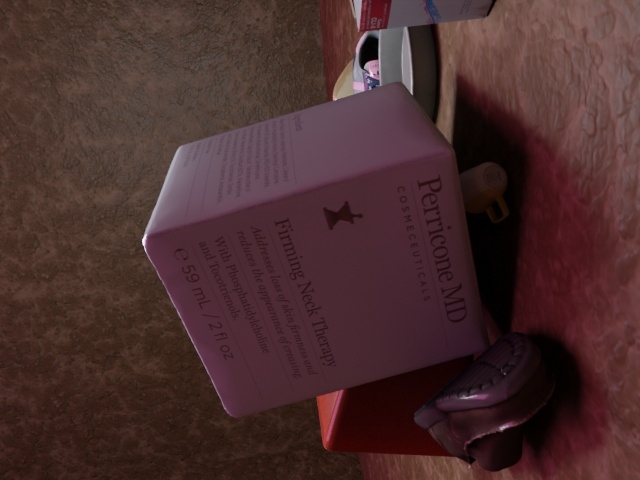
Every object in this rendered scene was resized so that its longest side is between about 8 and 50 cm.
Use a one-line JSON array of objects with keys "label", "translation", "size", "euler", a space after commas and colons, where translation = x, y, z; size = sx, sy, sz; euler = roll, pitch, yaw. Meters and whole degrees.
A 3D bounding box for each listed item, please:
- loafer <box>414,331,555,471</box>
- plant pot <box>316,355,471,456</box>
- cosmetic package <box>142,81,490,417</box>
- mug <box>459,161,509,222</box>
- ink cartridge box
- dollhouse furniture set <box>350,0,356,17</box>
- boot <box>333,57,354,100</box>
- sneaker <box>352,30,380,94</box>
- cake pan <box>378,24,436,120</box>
[{"label": "loafer", "translation": [0.231, 0.226, 0.766], "size": [0.130, 0.134, 0.366], "euler": [47, 166, 16]}, {"label": "plant pot", "translation": [0.141, 0.217, 1.085], "size": [0.267, 0.267, 0.236], "euler": [-105, 22, -68]}, {"label": "cosmetic package", "translation": [0.000, 0.000, 0.887], "size": [0.327, 0.393, 0.329], "euler": [-99, -9, -61]}, {"label": "mug", "translation": [0.223, -0.070, 0.767], "size": [0.062, 0.078, 0.064], "euler": [-58, 2, -17]}, {"label": "ink cartridge box", "translation": [0.129, -0.358, 0.721], "size": [0.127, 0.176, 0.128], "euler": [87, 177, -75]}, {"label": "dollhouse furniture set", "translation": [0.124, -0.542, 1.101], "size": [0.182, 0.101, 0.161], "euler": [141, 119, -69]}, {"label": "boot", "translation": [0.107, -0.367, 1.671], "size": [0.211, 0.104, 0.295], "euler": [5, -74, -69]}, {"label": "sneaker", "translation": [0.126, -0.336, 1.324], "size": [0.131, 0.112, 0.319], "euler": [85, 177, -66]}, {"label": "cake pan", "translation": [0.167, -0.328, 1.132], "size": [0.293, 0.054, 0.293], "euler": [174, 90, -87]}]
